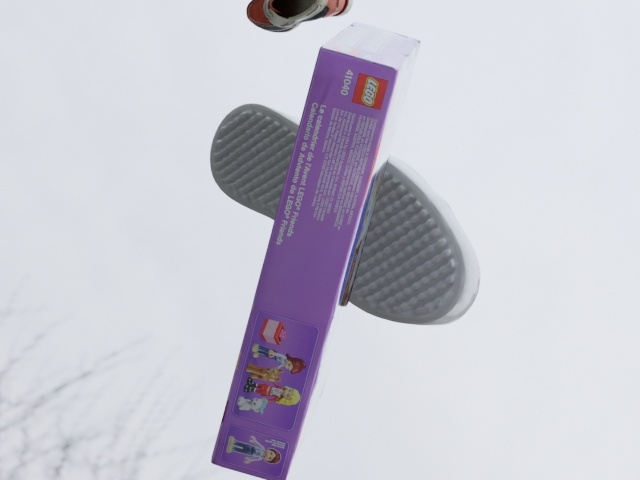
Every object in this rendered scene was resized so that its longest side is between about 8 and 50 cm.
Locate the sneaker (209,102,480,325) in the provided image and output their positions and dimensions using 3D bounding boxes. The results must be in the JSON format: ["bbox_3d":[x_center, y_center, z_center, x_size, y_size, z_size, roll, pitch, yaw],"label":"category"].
[{"bbox_3d":[0.052,-0.030,1.584,0.366,0.150,0.135,41,-69,43],"label":"sneaker"}]

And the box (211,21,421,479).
[{"bbox_3d":[0.000,0.000,1.171,0.201,0.057,0.293,-60,165,-76],"label":"box"}]

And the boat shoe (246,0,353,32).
[{"bbox_3d":[-0.029,-0.227,1.600,0.137,0.043,0.049,0,-86,47],"label":"boat shoe"}]
